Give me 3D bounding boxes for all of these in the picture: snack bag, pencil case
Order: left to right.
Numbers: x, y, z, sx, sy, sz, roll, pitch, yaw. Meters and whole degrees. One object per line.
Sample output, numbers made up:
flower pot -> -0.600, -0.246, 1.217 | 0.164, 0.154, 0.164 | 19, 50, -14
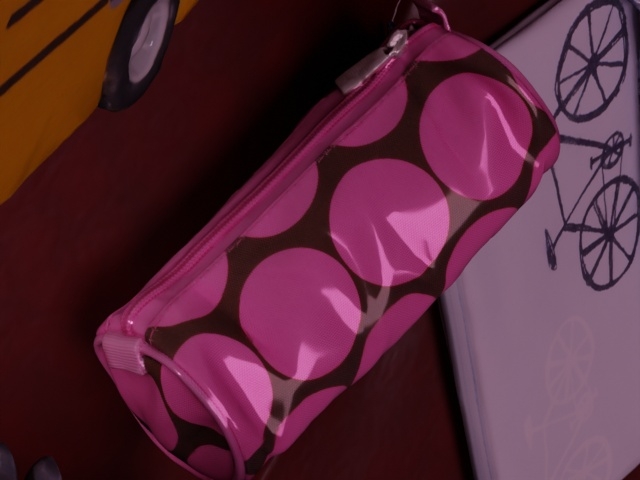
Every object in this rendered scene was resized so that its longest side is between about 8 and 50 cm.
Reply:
pencil case -> 0.000, 0.000, 0.761 | 0.209, 0.095, 0.098 | -48, 136, -17
snack bag -> 0.180, -0.019, 0.984 | 0.342, 0.037, 0.323 | -36, 131, -30

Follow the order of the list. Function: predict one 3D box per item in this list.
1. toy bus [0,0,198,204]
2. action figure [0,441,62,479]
toy bus -> -0.110, -0.081, 0.489 | 0.333, 0.108, 0.130 | -55, 165, -54
action figure -> -0.200, 0.219, 0.505 | 0.370, 0.276, 0.248 | -45, 133, 6
